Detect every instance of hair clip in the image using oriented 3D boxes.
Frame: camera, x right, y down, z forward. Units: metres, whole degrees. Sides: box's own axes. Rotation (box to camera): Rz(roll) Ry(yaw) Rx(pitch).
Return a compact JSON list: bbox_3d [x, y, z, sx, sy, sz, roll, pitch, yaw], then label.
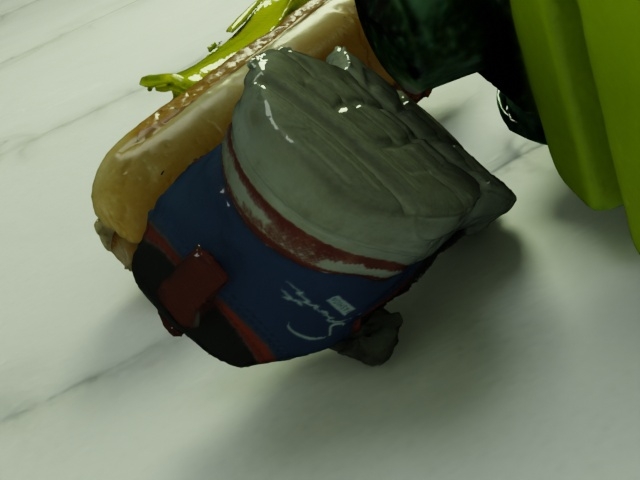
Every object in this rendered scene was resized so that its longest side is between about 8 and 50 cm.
[{"bbox_3d":[-0.055,-0.142,0.861,0.072,0.046,0.173,0,33,39],"label":"hair clip"}]

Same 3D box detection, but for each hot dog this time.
[{"bbox_3d":[-0.010,-0.065,0.598,0.076,0.102,0.249,39,59,19],"label":"hot dog"}]

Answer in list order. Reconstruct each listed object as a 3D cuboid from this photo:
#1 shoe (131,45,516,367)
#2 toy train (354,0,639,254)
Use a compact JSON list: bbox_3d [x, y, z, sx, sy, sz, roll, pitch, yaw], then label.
[{"bbox_3d":[-0.001,0.000,0.442,0.125,0.099,0.227,-54,-8,13],"label":"shoe"},{"bbox_3d":[0.237,-0.133,0.400,0.442,0.179,0.272,-23,30,-3],"label":"toy train"}]
